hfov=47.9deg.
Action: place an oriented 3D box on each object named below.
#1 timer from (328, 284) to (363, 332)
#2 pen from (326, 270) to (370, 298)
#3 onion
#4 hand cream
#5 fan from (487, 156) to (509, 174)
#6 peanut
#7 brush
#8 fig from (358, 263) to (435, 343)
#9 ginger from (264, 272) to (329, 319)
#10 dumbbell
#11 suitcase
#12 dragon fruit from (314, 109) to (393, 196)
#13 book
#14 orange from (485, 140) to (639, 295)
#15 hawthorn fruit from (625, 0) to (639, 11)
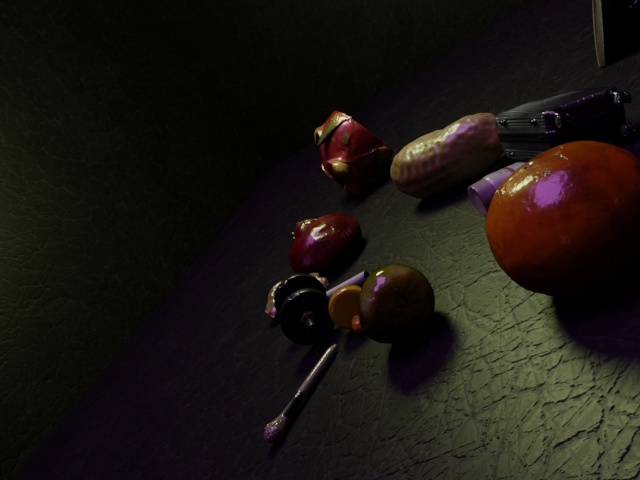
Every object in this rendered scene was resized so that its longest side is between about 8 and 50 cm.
[{"bbox_3d":[0.072,0.160,1.683,0.107,0.107,0.109,-38,12,6],"label":"timer"},{"bbox_3d":[0.026,0.150,1.963,0.269,0.033,0.033,-31,17,30],"label":"pen"},{"bbox_3d":[0.008,0.008,2.194,0.248,0.161,0.248,-23,33,16],"label":"onion"},{"bbox_3d":[0.472,-0.151,1.692,0.247,0.083,0.133,-31,15,-7],"label":"hand cream"},{"bbox_3d":[0.577,-0.282,1.915,0.335,0.011,0.229,-40,14,1],"label":"fan"},{"bbox_3d":[0.359,-0.235,2.008,0.387,0.170,0.192,-22,17,45],"label":"peanut"},{"bbox_3d":[-0.040,0.331,1.592,0.042,0.039,0.299,-25,20,46],"label":"brush"},{"bbox_3d":[0.165,0.133,1.495,0.167,0.167,0.233,-35,-21,18],"label":"fig"},{"bbox_3d":[-0.072,0.168,2.108,0.258,0.065,0.149,-12,44,50],"label":"ginger"},{"bbox_3d":[-0.042,0.173,1.846,0.143,0.143,0.325,-40,15,1],"label":"dumbbell"},{"bbox_3d":[0.546,-0.264,1.634,0.202,0.128,0.312,-21,12,-8],"label":"suitcase"},{"bbox_3d":[0.105,-0.308,2.636,0.226,0.305,0.305,-55,14,6],"label":"dragon fruit"},{"bbox_3d":[0.845,-0.700,2.030,0.032,0.269,0.389,11,48,36],"label":"book"},{"bbox_3d":[0.415,-0.040,1.206,0.283,0.226,0.284,-35,9,6],"label":"orange"},{"bbox_3d":[0.912,-0.719,1.920,0.300,0.254,0.254,-42,15,2],"label":"hawthorn fruit"}]
